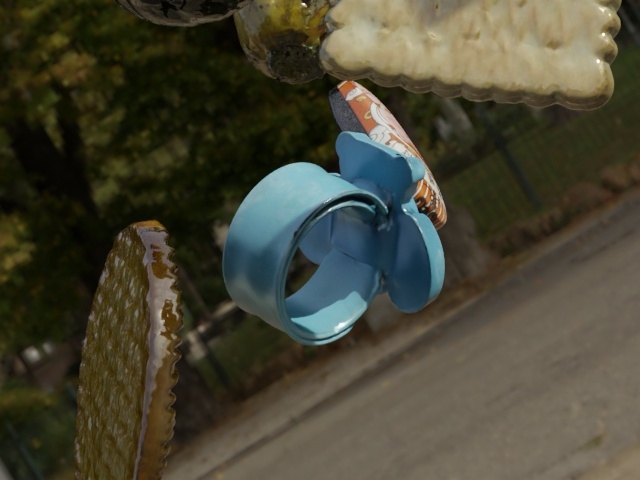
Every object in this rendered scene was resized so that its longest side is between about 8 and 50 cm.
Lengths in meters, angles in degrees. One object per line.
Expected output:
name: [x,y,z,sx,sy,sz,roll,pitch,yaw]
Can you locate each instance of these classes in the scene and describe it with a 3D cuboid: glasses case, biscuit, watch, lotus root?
glasses case: [0.074,-0.098,1.615,0.067,0.103,0.266,-38,36,7]
biscuit: [-0.180,0.137,1.304,0.040,0.317,0.318,7,-15,-20]
biscuit: [0.124,-0.260,1.025,0.217,0.324,0.044,7,-7,6]
watch: [0.000,0.000,1.431,0.193,0.211,0.211,-19,-8,-39]
lotus root: [-0.031,-0.388,1.860,0.179,0.397,0.196,-1,-29,3]

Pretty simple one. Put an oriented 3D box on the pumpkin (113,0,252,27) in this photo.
pumpkin: [-0.117,-0.308,1.260,0.238,0.238,0.159,-31,-26,8]
